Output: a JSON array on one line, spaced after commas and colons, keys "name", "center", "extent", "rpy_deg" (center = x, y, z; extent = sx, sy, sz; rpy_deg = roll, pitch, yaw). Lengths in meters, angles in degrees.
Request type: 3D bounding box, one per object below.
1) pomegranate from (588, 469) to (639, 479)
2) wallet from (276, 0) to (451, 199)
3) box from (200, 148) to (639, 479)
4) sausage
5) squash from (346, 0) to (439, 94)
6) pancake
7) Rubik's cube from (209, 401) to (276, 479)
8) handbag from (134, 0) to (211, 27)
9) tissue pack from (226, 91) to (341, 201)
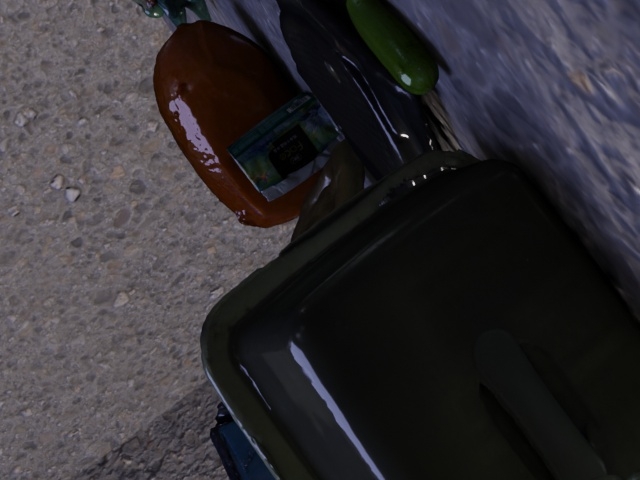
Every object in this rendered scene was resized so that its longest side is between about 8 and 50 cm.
[{"name": "pomegranate", "center": [0.142, 0.164, 0.330], "extent": [0.260, 0.260, 0.340], "rpy_deg": [55, -152, -15]}, {"name": "wallet", "center": [0.044, -0.084, 0.851], "extent": [0.247, 0.041, 0.323], "rpy_deg": [54, 180, 34]}, {"name": "box", "center": [0.084, 0.106, 0.635], "extent": [0.290, 0.220, 0.166], "rpy_deg": [53, 156, -1]}, {"name": "sausage", "center": [-0.097, -0.140, 1.327], "extent": [0.268, 0.153, 0.141], "rpy_deg": [56, -178, -26]}, {"name": "squash", "center": [0.038, -0.116, 0.634], "extent": [0.089, 0.027, 0.027], "rpy_deg": [53, 178, 32]}, {"name": "pancake", "center": [-0.001, 0.000, 1.150], "extent": [0.042, 0.222, 0.236], "rpy_deg": [12, -178, -9]}, {"name": "Rubik's cube", "center": [0.101, 0.243, 1.107], "extent": [0.310, 0.305, 0.307], "rpy_deg": [55, 177, -21]}, {"name": "handbag", "center": [-0.273, -0.419, 1.458], "extent": [0.274, 0.100, 0.268], "rpy_deg": [54, 177, 21]}, {"name": "tissue pack", "center": [-0.035, -0.101, 1.223], "extent": [0.079, 0.111, 0.085], "rpy_deg": [54, 179, -15]}]
